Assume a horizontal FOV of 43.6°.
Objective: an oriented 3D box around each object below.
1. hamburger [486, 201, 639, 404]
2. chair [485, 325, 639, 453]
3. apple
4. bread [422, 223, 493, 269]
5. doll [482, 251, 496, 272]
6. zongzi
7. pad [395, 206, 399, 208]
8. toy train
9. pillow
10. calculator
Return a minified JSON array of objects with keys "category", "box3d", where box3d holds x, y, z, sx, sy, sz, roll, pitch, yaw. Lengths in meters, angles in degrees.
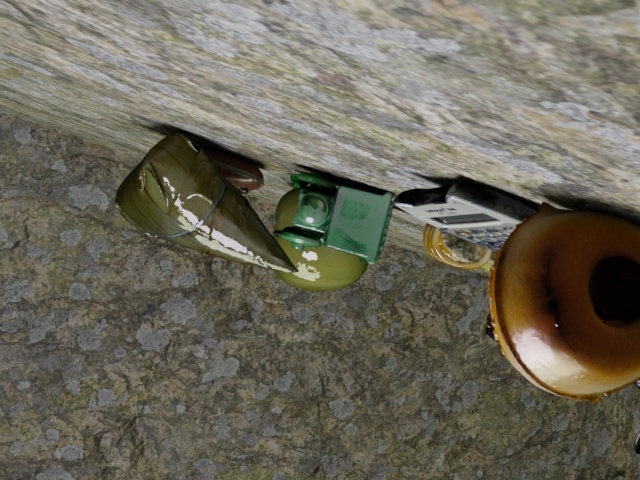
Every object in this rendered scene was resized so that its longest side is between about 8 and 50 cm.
[{"category":"hamburger","box3d":[0.295,0.070,0.903,0.236,0.237,0.147,18,163,-8]},{"category":"chair","box3d":[0.500,0.189,1.516,0.401,0.226,0.226,39,-168,37]},{"category":"apple","box3d":[0.000,0.000,1.926,0.279,0.279,0.279,18,179,0]},{"category":"bread","box3d":[0.258,0.007,1.533,0.119,0.084,0.177,19,-177,-5]},{"category":"doll","box3d":[0.417,0.052,1.917,0.162,0.062,0.106,17,-176,-11]},{"category":"zongzi","box3d":[-0.234,-0.030,1.619,0.360,0.160,0.323,40,157,-14]},{"category":"pad","box3d":[0.266,-0.033,1.604,0.267,0.004,0.181,18,178,-6]},{"category":"toy train","box3d":[0.022,-0.041,1.501,0.201,0.145,0.266,15,179,0]},{"category":"pillow","box3d":[-0.207,-0.145,1.690,0.179,0.075,0.171,19,177,-2]},{"category":"calculator","box3d":[0.240,-0.015,1.074,0.268,0.040,0.177,26,167,-26]}]
